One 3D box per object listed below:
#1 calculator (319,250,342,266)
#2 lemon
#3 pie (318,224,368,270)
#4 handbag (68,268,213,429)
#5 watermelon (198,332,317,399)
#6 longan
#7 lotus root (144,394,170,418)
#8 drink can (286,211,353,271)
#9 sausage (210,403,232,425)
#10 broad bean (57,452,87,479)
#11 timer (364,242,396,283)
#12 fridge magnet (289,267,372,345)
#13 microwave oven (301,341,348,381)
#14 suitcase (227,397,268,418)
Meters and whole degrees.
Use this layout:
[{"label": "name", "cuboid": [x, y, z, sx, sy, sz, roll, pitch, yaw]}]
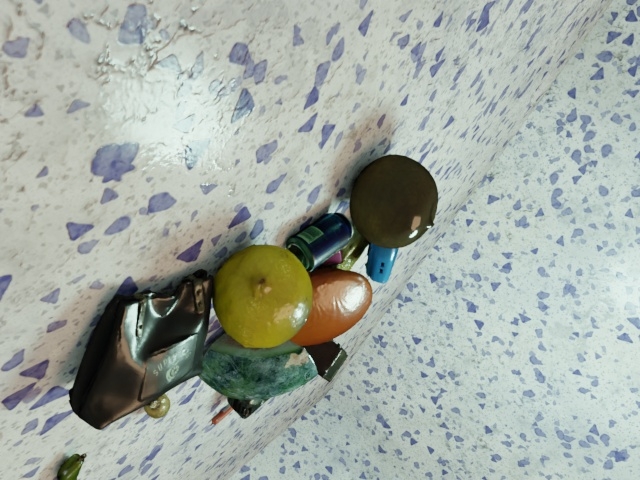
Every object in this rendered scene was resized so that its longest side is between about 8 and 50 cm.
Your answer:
[{"label": "calculator", "cuboid": [0.011, 0.063, 1.641, 0.126, 0.034, 0.190, -8, 166, 3]}, {"label": "lemon", "cuboid": [-0.142, 0.136, 1.236, 0.260, 0.260, 0.284, -49, 156, 1]}, {"label": "pie", "cuboid": [0.092, 0.049, 1.860, 0.277, 0.078, 0.277, -45, 164, -16]}, {"label": "handbag", "cuboid": [-0.357, 0.213, 1.093, 0.342, 0.152, 0.288, -21, 136, -57]}, {"label": "watermelon", "cuboid": [-0.207, 0.355, 1.600, 0.258, 0.386, 0.229, -90, 174, -53]}, {"label": "longan", "cuboid": [0.222, -0.114, 1.517, 0.297, 0.297, 0.297, -42, 160, -19]}, {"label": "lotus root", "cuboid": [-0.472, 0.482, 1.459, 0.072, 0.063, 0.152, -32, 160, -18]}, {"label": "drink can", "cuboid": [0.000, 0.000, 1.490, 0.204, 0.118, 0.118, -33, 156, -35]}, {"label": "sausage", "cuboid": [-0.371, 0.703, 2.153, 0.253, 0.034, 0.034, -39, 159, -28]}, {"label": "broad bean", "cuboid": [-0.662, 0.615, 1.314, 0.214, 0.048, 0.070, -54, 162, 24]}, {"label": "timer", "cuboid": [0.253, -0.028, 1.849, 0.309, 0.115, 0.340, 91, 18, -55]}, {"label": "fridge magnet", "cuboid": [0.010, 0.229, 1.739, 0.363, 0.155, 0.364, -15, 136, -15]}, {"label": "microwave oven", "cuboid": [0.009, 0.553, 2.429, 0.178, 0.188, 0.247, -51, 158, -11]}, {"label": "suitcase", "cuboid": [-0.235, 0.571, 2.052, 0.312, 0.128, 0.202, -35, 157, -36]}]
